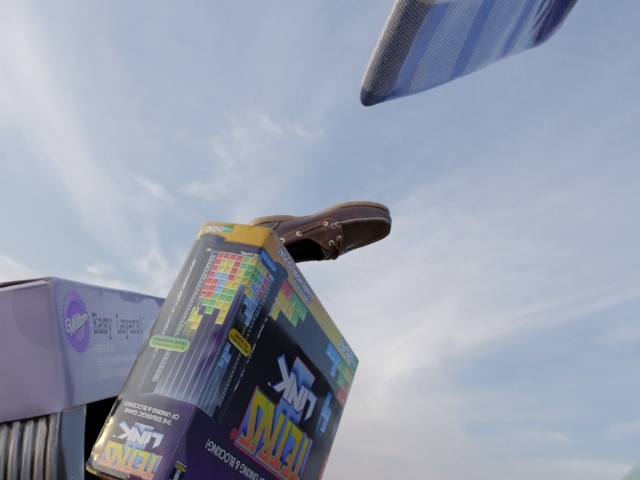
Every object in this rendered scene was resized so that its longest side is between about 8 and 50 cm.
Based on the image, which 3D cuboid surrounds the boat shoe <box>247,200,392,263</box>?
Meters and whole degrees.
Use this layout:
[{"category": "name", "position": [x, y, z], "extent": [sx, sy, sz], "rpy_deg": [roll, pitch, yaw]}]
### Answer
[{"category": "boat shoe", "position": [0.000, 0.000, 0.932], "extent": [0.206, 0.073, 0.073], "rpy_deg": [-11, -47, 0]}]

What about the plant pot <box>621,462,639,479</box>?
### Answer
[{"category": "plant pot", "position": [0.442, 0.285, 0.568], "extent": [0.340, 0.341, 0.334], "rpy_deg": [21, -27, -7]}]

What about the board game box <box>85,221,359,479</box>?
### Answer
[{"category": "board game box", "position": [-0.039, 0.094, 0.394], "extent": [0.048, 0.141, 0.170], "rpy_deg": [5, -31, 26]}]

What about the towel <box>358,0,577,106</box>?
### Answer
[{"category": "towel", "position": [0.134, -0.195, 0.314], "extent": [0.034, 0.209, 0.285], "rpy_deg": [43, -48, 16]}]

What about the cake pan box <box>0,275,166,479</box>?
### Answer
[{"category": "cake pan box", "position": [-0.140, 0.154, 0.441], "extent": [0.070, 0.246, 0.267], "rpy_deg": [-11, -9, 1]}]
